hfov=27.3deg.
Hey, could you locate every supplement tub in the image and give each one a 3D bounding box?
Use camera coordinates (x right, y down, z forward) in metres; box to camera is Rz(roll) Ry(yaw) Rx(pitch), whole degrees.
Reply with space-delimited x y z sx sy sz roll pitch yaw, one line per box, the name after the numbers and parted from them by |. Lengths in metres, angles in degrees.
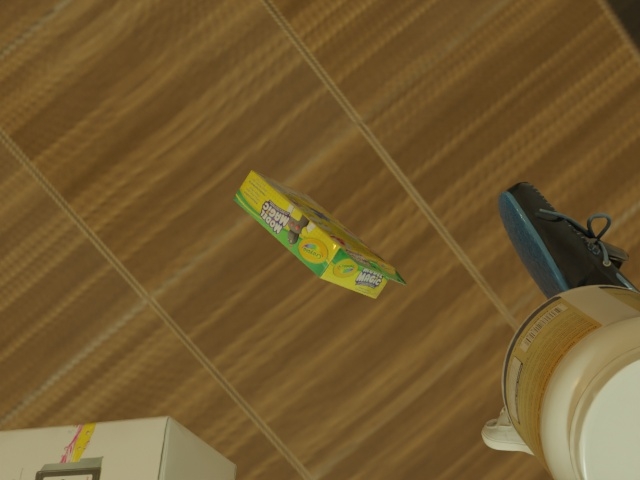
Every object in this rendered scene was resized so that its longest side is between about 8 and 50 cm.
0.332 0.179 1.416 0.228 0.316 0.228 0 97 -3 | supplement tub

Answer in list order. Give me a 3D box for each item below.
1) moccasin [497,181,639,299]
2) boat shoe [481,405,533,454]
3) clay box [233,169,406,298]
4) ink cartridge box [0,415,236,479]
0.378 0.055 1.827 0.116 0.138 0.342 -33 80 -9 | moccasin
0.282 0.263 1.864 0.066 0.184 0.063 -17 95 -18 | boat shoe
0.000 0.000 1.684 0.127 0.222 0.053 22 106 -50 | clay box
-0.271 0.353 1.654 0.270 0.197 0.198 -8 150 21 | ink cartridge box
